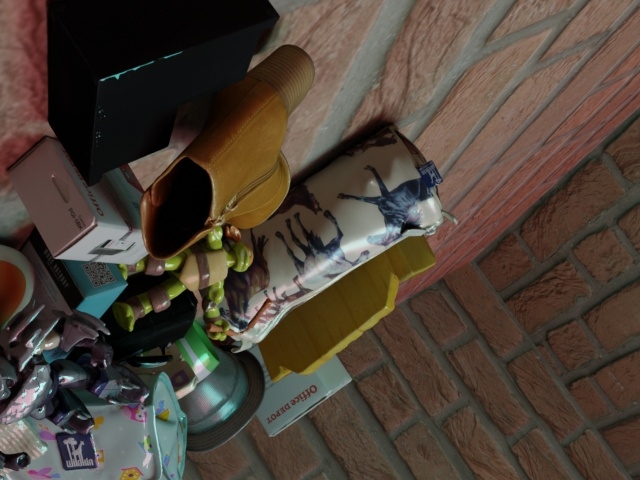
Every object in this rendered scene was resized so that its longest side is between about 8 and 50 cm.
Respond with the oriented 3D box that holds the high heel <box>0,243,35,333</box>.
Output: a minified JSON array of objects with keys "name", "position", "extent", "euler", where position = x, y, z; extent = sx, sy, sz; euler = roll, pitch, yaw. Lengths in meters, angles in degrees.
[{"name":"high heel","position":[-0.440,0.077,0.704],"extent":[0.181,0.127,0.377],"euler":[-2,-170,25]}]

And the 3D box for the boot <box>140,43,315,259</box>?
[{"name":"boot","position":[-0.110,-0.050,0.802],"extent":[0.211,0.104,0.295],"euler":[-54,176,-36]}]

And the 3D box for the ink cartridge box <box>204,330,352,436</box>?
[{"name":"ink cartridge box","position":[-0.092,0.252,1.712],"extent":[0.197,0.273,0.114],"euler":[-40,166,26]}]

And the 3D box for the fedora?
[{"name":"fedora","position":[-0.249,0.281,1.589],"extent":[0.243,0.124,0.275],"euler":[-38,-148,-9]}]

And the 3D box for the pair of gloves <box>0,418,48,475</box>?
[{"name":"pair of gloves","position":[-0.460,0.228,0.904],"extent":[0.240,0.042,0.204],"euler":[-22,123,-10]}]

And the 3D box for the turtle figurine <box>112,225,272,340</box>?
[{"name":"turtle figurine","position":[-0.173,0.027,1.063],"extent":[0.217,0.087,0.270],"euler":[-14,126,-31]}]

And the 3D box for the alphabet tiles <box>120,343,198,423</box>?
[{"name":"alphabet tiles","position":[-0.346,0.272,1.309],"extent":[0.284,0.278,0.021],"euler":[-30,125,-14]}]

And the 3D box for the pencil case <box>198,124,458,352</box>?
[{"name":"pencil case","position":[0.000,0.000,1.225],"extent":[0.410,0.183,0.160],"euler":[-34,157,2]}]

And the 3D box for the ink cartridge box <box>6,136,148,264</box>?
[{"name":"ink cartridge box","position":[-0.217,-0.033,0.754],"extent":[0.056,0.099,0.135],"euler":[-36,166,12]}]

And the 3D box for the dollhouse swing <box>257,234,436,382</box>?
[{"name":"dollhouse swing","position":[0.077,0.073,1.499],"extent":[0.347,0.315,0.305],"euler":[-41,145,26]}]

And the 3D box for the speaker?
[{"name":"speaker","position":[-0.339,0.262,1.462],"extent":[0.296,0.131,0.131],"euler":[-33,167,-4]}]

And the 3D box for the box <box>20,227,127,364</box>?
[{"name":"box","position":[-0.322,0.082,0.913],"extent":[0.244,0.100,0.060],"euler":[-43,166,36]}]

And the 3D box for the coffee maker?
[{"name":"coffee maker","position":[-0.277,0.105,1.130],"extent":[0.178,0.120,0.171],"euler":[-18,136,-53]}]

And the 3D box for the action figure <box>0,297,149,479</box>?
[{"name":"action figure","position":[-0.282,0.154,0.821],"extent":[0.185,0.099,0.285],"euler":[-45,167,-4]}]

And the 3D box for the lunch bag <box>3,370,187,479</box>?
[{"name":"lunch bag","position":[-0.308,0.266,1.083],"extent":[0.223,0.160,0.262],"euler":[-2,151,-1]}]

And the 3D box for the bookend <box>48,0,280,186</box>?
[{"name":"bookend","position":[-0.133,-0.137,0.645],"extent":[0.157,0.072,0.156],"euler":[-28,167,-27]}]
